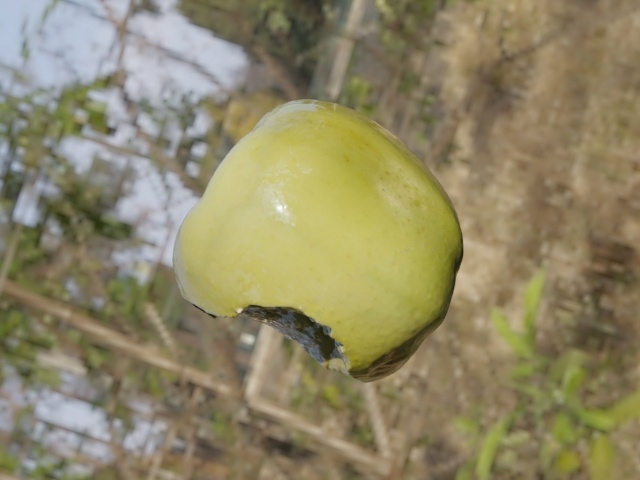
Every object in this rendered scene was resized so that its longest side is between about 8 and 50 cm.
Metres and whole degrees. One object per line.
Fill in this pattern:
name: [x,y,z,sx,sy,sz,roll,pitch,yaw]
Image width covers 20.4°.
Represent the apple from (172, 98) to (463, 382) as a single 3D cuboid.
apple: [0.000,0.000,1.688,0.279,0.279,0.279,18,-90,-86]
